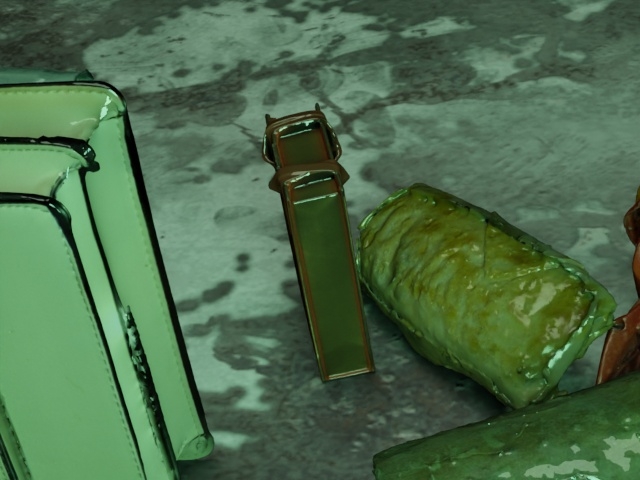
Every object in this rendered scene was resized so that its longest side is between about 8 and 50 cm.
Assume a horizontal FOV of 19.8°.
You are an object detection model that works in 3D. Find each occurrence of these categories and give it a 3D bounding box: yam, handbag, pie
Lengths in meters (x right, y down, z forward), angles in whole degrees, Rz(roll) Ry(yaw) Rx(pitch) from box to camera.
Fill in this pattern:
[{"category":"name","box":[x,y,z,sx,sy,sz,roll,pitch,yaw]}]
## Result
[{"category":"yam","box":[0.175,0.176,1.217,0.268,0.161,0.161,-18,37,-9]},{"category":"handbag","box":[-0.231,0.074,1.276,0.237,0.358,0.160,2,40,16]},{"category":"handbag","box":[0.000,0.000,1.460,0.063,0.190,0.127,-12,36,-1]},{"category":"pie","box":[0.121,0.041,1.448,0.128,0.068,0.282,-51,41,-2]}]

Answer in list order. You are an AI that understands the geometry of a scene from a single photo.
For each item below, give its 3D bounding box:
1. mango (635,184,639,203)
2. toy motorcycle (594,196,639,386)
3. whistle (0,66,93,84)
[{"category":"mango","box":[0.307,-0.046,1.570,0.089,0.046,0.060,-30,42,-19]},{"category":"toy motorcycle","box":[0.312,0.023,1.442,0.171,0.089,0.298,4,40,20]},{"category":"whistle","box":[-0.377,-0.148,1.852,0.312,0.062,0.062,4,39,17]}]
